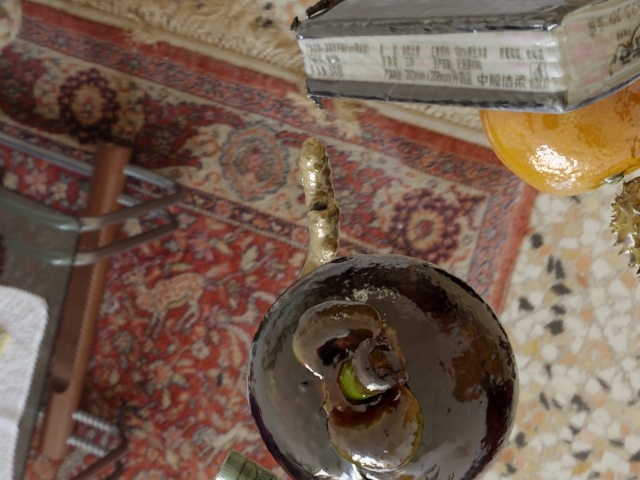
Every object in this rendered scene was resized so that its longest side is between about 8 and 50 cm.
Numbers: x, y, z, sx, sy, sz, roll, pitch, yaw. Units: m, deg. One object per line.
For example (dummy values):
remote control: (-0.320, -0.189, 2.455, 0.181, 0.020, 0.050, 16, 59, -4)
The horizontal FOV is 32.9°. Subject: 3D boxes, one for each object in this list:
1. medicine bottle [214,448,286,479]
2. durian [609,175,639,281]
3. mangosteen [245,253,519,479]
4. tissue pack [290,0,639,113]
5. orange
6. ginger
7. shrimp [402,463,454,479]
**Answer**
medicine bottle: (-0.084, 0.295, 1.330, 0.083, 0.047, 0.047, 31, 110, -1)
durian: (0.572, 0.023, 1.805, 0.191, 0.112, 0.341, 5, 141, 29)
mangosteen: (0.064, 0.162, 1.167, 0.297, 0.293, 0.297, 3, 118, 6)
tissue pack: (0.181, -0.224, 1.153, 0.361, 0.259, 0.122, 12, 123, 47)
orange: (0.401, -0.221, 1.707, 0.312, 0.312, 0.312, 4, 102, 21)
ginger: (0.000, 0.000, 1.488, 0.075, 0.089, 0.288, -5, 102, -16)
shrimp: (0.060, 0.176, 0.738, 0.092, 0.038, 0.029, -37, 53, 42)
